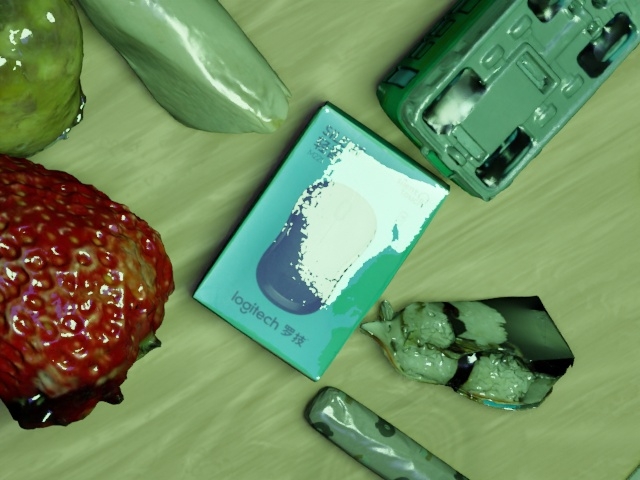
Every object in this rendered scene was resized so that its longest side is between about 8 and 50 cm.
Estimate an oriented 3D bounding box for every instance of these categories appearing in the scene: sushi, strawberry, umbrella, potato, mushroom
[{"bbox_3d":[0.178,0.154,1.912,0.273,0.134,0.109,0,125,-13],"label":"sushi"},{"bbox_3d":[-0.319,0.041,1.777,0.292,0.291,0.309,-9,109,-3],"label":"strawberry"},{"bbox_3d":[0.126,0.306,1.932,0.337,0.073,0.067,36,92,-5],"label":"umbrella"},{"bbox_3d":[-0.438,-0.227,1.787,0.289,0.237,0.301,-41,94,0],"label":"potato"},{"bbox_3d":[-0.208,-0.286,1.821,0.137,0.154,0.407,-46,108,-16],"label":"mushroom"}]

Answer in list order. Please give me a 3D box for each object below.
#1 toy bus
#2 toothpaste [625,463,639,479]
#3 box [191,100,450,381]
[{"bbox_3d":[0.238,-0.231,1.843,0.343,0.199,0.183,-46,114,-1],"label":"toy bus"},{"bbox_3d":[0.453,0.339,1.961,0.114,0.073,0.299,35,98,-4],"label":"toothpaste"},{"bbox_3d":[0.000,0.000,1.886,0.205,0.118,0.311,35,91,-6],"label":"box"}]
